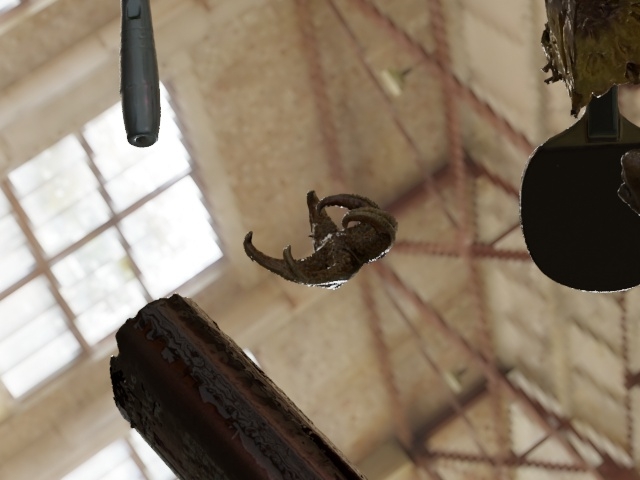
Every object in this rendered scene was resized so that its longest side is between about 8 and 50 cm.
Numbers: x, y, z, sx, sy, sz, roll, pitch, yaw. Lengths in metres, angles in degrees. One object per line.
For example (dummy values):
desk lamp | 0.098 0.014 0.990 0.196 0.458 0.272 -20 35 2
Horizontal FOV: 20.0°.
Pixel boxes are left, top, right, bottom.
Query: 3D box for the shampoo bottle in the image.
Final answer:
shampoo bottle | -0.006 0.164 1.069 0.323 0.084 0.129 42 -26 38

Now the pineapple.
pineapple | 0.247 -0.209 1.389 0.233 0.135 0.079 94 -25 -45

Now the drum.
drum | -0.163 -0.190 1.418 0.130 0.253 0.049 7 -28 9

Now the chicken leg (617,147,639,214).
chicken leg | 0.281 -0.013 1.146 0.198 0.069 0.085 23 -38 3

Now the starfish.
starfish | -0.001 -0.001 1.891 0.074 0.146 0.190 62 -5 -18

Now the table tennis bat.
table tennis bat | 0.255 -0.069 1.640 0.021 0.154 0.274 -84 169 -59
